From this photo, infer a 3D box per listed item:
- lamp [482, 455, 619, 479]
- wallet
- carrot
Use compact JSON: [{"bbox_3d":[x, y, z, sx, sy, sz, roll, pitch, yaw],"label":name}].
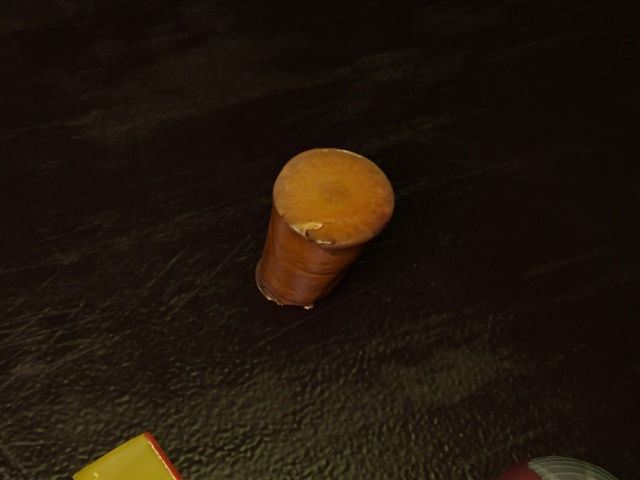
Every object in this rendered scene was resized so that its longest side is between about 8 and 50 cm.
[{"bbox_3d":[0.355,0.424,1.600,0.233,0.233,0.265,-27,62,-22],"label":"lamp"},{"bbox_3d":[-0.237,0.406,1.624,0.141,0.067,0.241,-32,73,-29],"label":"wallet"},{"bbox_3d":[0.000,0.000,1.783,0.196,0.254,0.196,6,54,-8],"label":"carrot"}]
